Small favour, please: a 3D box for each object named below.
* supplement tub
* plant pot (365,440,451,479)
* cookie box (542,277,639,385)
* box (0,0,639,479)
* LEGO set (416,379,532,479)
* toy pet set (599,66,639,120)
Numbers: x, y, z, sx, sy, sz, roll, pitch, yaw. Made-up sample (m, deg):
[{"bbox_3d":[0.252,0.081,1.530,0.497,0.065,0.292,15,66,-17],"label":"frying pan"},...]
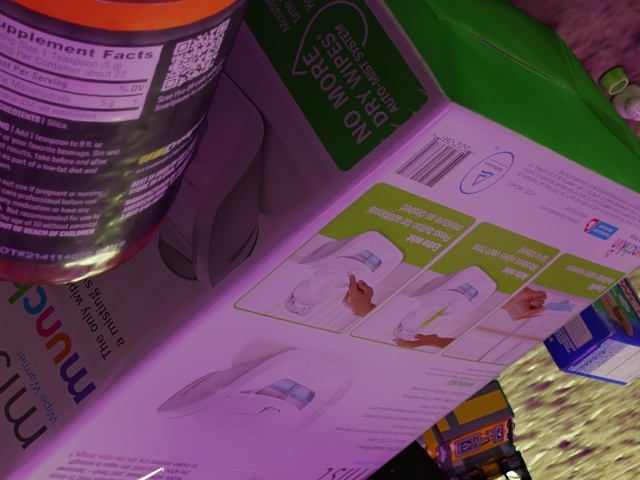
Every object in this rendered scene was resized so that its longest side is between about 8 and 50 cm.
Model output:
[{"bbox_3d":[-0.074,-0.080,0.521,0.106,0.106,0.198,-16,151,-31],"label":"supplement tub"},{"bbox_3d":[-0.040,0.159,0.943,0.167,0.188,0.187,-29,159,-40],"label":"plant pot"},{"bbox_3d":[0.154,0.035,1.019,0.040,0.092,0.107,-37,156,19],"label":"cookie box"},{"bbox_3d":[0.000,0.000,0.731,0.231,0.126,0.262,-40,155,20],"label":"box"},{"bbox_3d":[0.045,0.258,1.087,0.192,0.331,0.255,-18,173,-25],"label":"LEGO set"},{"bbox_3d":[0.201,-0.060,0.926,0.122,0.065,0.114,-34,155,7],"label":"toy pet set"}]
